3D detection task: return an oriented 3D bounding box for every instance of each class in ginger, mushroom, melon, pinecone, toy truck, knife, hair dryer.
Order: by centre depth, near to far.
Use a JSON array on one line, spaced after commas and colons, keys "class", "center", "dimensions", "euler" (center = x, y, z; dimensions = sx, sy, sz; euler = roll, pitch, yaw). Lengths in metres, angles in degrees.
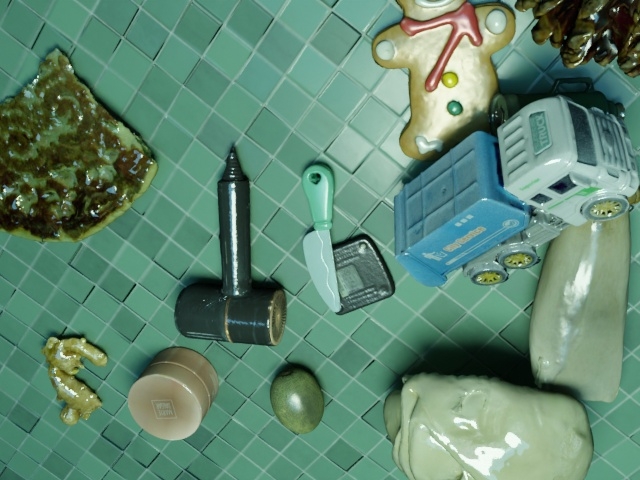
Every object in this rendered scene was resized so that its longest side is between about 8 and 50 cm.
[{"class": "pinecone", "center": [0.386, -0.332, 0.839], "dimensions": [0.257, 0.243, 0.244], "euler": [3, 116, -22]}, {"class": "toy truck", "center": [0.253, -0.053, 0.955], "dimensions": [0.175, 0.146, 0.367], "euler": [18, 145, -26]}, {"class": "mushroom", "center": [0.405, 0.082, 1.047], "dimensions": [0.154, 0.137, 0.408], "euler": [-5, 110, -2]}, {"class": "knife", "center": [-0.002, 0.000, 1.137], "dimensions": [0.063, 0.034, 0.260], "euler": [0, 104, 15]}, {"class": "hair dryer", "center": [-0.166, 0.011, 1.173], "dimensions": [0.189, 0.107, 0.352], "euler": [2, 104, 13]}, {"class": "melon", "center": [-0.042, 0.300, 1.253], "dimensions": [0.098, 0.098, 0.131], "euler": [-17, 110, 18]}, {"class": "ginger", "center": [-0.505, 0.276, 1.366], "dimensions": [0.193, 0.052, 0.176], "euler": [-41, 99, 15]}]

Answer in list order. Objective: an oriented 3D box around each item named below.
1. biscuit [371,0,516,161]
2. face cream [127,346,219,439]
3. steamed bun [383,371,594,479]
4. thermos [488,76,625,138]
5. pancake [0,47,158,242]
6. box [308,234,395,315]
[{"class": "biscuit", "center": [0.182, -0.281, 0.997], "dimensions": [0.215, 0.047, 0.340], "euler": [-5, 111, 12]}, {"class": "face cream", "center": [-0.283, 0.296, 1.296], "dimensions": [0.149, 0.104, 0.149], "euler": [4, 113, 10]}, {"class": "steamed bun", "center": [0.259, 0.352, 1.084], "dimensions": [0.324, 0.220, 0.310], "euler": [12, 155, 2]}, {"class": "thermos", "center": [0.346, -0.186, 0.973], "dimensions": [0.187, 0.073, 0.083], "euler": [-4, 81, -8]}, {"class": "pancake", "center": [-0.498, -0.137, 1.199], "dimensions": [0.426, 0.067, 0.305], "euler": [-24, 98, 21]}, {"class": "box", "center": [0.056, 0.062, 1.172], "dimensions": [0.125, 0.027, 0.126], "euler": [-23, 106, 19]}]
